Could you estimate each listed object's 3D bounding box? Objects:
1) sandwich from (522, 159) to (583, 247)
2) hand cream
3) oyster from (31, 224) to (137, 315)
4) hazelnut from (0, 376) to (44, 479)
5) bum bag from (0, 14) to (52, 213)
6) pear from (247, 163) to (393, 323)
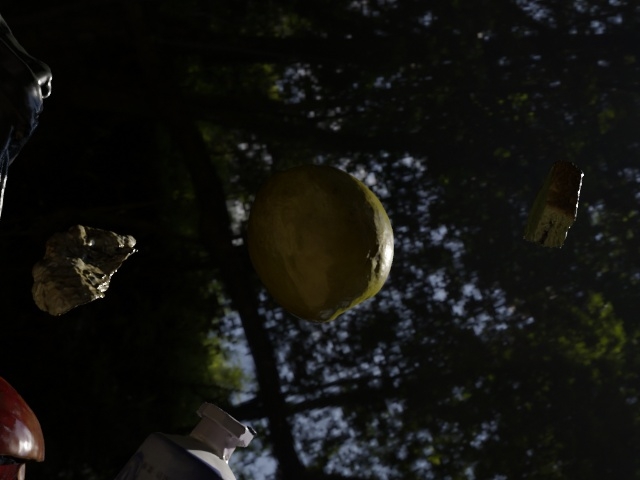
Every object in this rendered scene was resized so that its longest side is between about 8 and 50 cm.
[{"bbox_3d":[0.253,-0.025,1.054,0.036,0.093,0.105,19,-30,3],"label":"sandwich"},{"bbox_3d":[-0.083,0.140,0.445,0.084,0.142,0.053,21,-26,36],"label":"hand cream"},{"bbox_3d":[-0.152,0.013,0.620,0.083,0.081,0.038,28,-47,60],"label":"oyster"},{"bbox_3d":[-0.349,0.188,0.841,0.202,0.170,0.160,-11,-87,37],"label":"hazelnut"},{"bbox_3d":[-0.273,-0.019,0.660,0.079,0.142,0.326,96,9,-76],"label":"bum bag"},{"bbox_3d":[0.000,0.000,0.984,0.149,0.149,0.162,-22,-93,54],"label":"pear"}]
